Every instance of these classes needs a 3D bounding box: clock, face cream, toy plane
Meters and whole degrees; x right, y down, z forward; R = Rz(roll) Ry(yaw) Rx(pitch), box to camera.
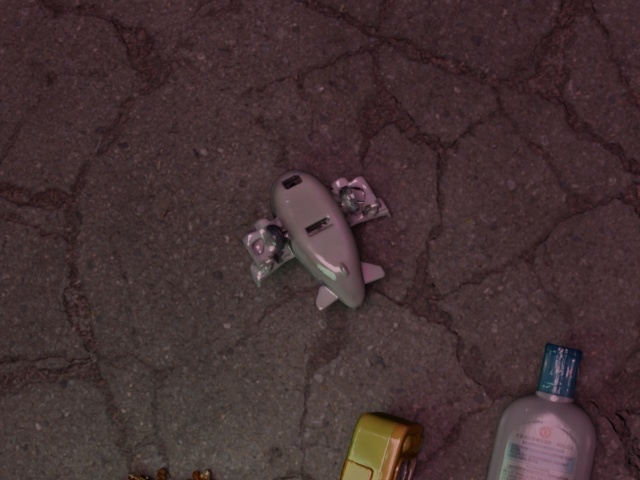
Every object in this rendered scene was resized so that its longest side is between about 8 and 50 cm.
[{"bbox_3d":[0.093,0.388,1.907,0.096,0.143,0.202,17,88,18],"label":"clock"},{"bbox_3d":[0.359,0.335,1.877,0.163,0.080,0.337,10,86,16],"label":"face cream"},{"bbox_3d":[0.000,-0.002,1.988,0.266,0.123,0.267,1,74,-2],"label":"toy plane"}]

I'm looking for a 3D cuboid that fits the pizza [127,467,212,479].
[{"bbox_3d":[-0.279,0.459,2.031,0.193,0.069,0.154,14,88,14],"label":"pizza"}]
